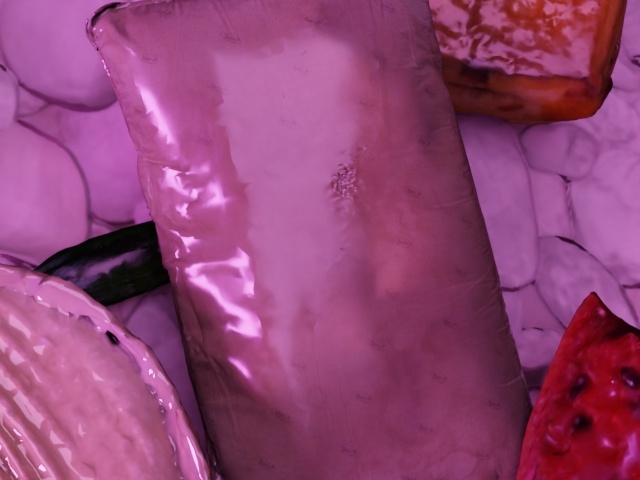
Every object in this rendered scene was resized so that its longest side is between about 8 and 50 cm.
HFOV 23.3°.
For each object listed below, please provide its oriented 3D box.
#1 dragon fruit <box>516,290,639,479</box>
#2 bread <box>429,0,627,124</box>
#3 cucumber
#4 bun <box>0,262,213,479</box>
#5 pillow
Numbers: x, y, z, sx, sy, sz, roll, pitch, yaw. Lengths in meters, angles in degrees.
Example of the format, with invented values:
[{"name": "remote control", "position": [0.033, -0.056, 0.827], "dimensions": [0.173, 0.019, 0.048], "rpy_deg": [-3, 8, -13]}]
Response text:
[{"name": "dragon fruit", "position": [0.265, 0.208, 0.746], "dimensions": [0.330, 0.240, 0.302], "rpy_deg": [19, 77, -15]}, {"name": "bread", "position": [0.081, -0.188, 0.912], "dimensions": [0.210, 0.099, 0.235], "rpy_deg": [12, 76, -6]}, {"name": "cucumber", "position": [-0.093, 0.007, 0.840], "dimensions": [0.168, 0.039, 0.039], "rpy_deg": [-19, 78, -19]}, {"name": "bun", "position": [-0.173, 0.142, 0.719], "dimensions": [0.259, 0.152, 0.259], "rpy_deg": [10, 62, -19]}, {"name": "pillow", "position": [0.000, 0.000, 0.800], "dimensions": [0.185, 0.075, 0.302], "rpy_deg": [-14, 90, -14]}]
